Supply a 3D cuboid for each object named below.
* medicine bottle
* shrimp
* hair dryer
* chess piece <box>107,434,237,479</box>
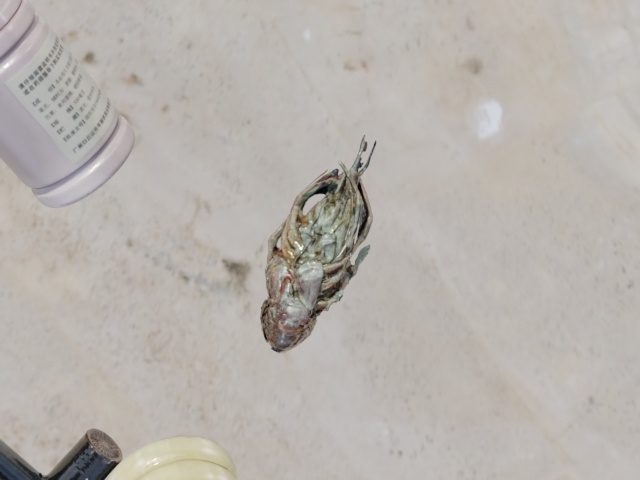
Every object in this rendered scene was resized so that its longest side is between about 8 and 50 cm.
[{"bbox_3d":[-0.317,-0.162,1.324,0.133,0.133,0.249,-28,123,17],"label":"medicine bottle"},{"bbox_3d":[0.001,0.001,1.018,0.075,0.073,0.190,30,83,-4],"label":"shrimp"},{"bbox_3d":[-0.315,0.219,1.190,0.195,0.050,0.173,36,100,-27],"label":"hair dryer"},{"bbox_3d":[-0.141,0.378,1.459,0.167,0.299,0.167,-11,125,-15],"label":"chess piece"}]
